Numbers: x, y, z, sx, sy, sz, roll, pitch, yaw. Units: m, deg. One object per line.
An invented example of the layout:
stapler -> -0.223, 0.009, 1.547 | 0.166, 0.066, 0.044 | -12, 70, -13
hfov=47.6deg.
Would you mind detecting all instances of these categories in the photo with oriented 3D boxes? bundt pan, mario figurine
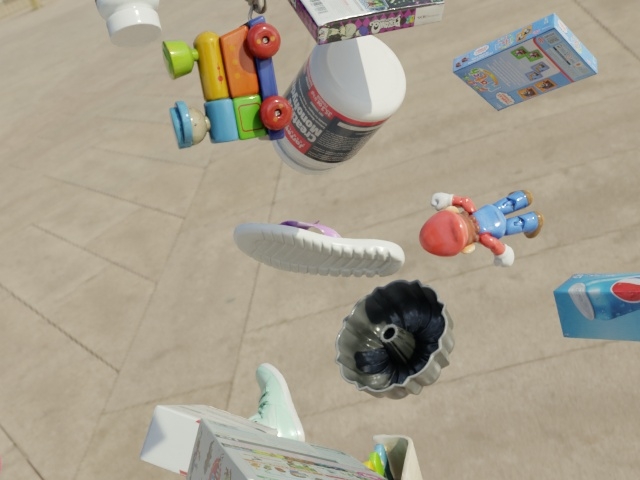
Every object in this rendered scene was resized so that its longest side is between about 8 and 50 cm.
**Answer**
bundt pan -> 0.207, 0.269, 1.878 | 0.331, 0.124, 0.330 | -25, 41, 24
mario figurine -> 0.389, -0.031, 1.840 | 0.321, 0.170, 0.198 | -13, 34, -20

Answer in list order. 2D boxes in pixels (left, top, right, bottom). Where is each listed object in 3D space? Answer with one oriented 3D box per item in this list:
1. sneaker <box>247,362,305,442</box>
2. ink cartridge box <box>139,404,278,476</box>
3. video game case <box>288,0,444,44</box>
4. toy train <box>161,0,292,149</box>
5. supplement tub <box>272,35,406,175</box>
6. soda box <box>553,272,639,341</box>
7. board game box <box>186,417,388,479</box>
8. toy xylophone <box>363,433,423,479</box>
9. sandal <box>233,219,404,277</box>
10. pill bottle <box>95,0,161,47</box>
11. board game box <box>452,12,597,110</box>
sneaker -> -0.152, 0.421, 1.827 | 0.151, 0.094, 0.255 | -8, 45, -25
ink cartridge box -> -0.223, 0.426, 1.519 | 0.197, 0.273, 0.114 | 15, 82, 14
video game case -> 0.050, -0.405, 1.153 | 0.210, 0.041, 0.232 | -16, 51, -16
toy train -> -0.130, -0.238, 0.890 | 0.144, 0.247, 0.105 | -14, 13, -18
supplement tub -> 0.026, -0.260, 1.412 | 0.191, 0.191, 0.272 | -43, 0, -33
soda box -> 0.410, 0.084, 0.917 | 0.210, 0.071, 0.067 | -4, 16, 47
board game box -> -0.025, 0.306, 0.857 | 0.303, 0.224, 0.097 | 169, 117, -72
toy xylophone -> 0.117, 0.450, 1.140 | 0.081, 0.236, 0.323 | -13, 1, 15
sandal -> -0.004, 0.008, 1.755 | 0.417, 0.169, 0.102 | 11, 55, -11
pill bottle -> -0.385, -0.500, 1.414 | 0.121, 0.221, 0.121 | -16, -7, -2
board game box -> 0.382, -0.327, 1.361 | 0.212, 0.160, 0.039 | -17, 57, 42
